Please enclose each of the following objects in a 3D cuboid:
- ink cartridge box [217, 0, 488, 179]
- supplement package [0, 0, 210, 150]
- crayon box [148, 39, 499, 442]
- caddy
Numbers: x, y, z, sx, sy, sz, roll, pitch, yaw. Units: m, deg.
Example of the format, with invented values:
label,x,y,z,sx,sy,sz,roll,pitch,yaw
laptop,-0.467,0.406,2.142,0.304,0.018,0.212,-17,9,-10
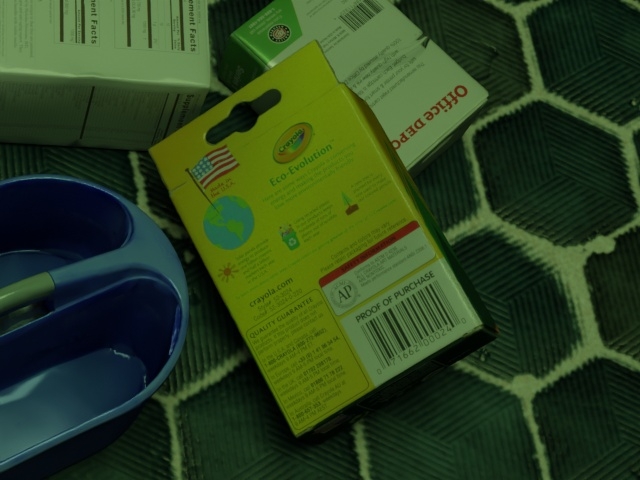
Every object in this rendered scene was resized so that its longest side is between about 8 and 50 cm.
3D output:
label,x,y,z,sx,sy,sz,roll,pitch,yaw
ink cartridge box,0.032,-0.154,1.836,0.219,0.092,0.160,45,62,9
supplement package,-0.237,-0.177,1.752,0.244,0.139,0.134,3,64,-15
crayon box,0.000,0.000,1.701,0.202,0.081,0.318,-31,73,11
caddy,-0.280,0.085,1.584,0.341,0.179,0.241,-25,71,-24
